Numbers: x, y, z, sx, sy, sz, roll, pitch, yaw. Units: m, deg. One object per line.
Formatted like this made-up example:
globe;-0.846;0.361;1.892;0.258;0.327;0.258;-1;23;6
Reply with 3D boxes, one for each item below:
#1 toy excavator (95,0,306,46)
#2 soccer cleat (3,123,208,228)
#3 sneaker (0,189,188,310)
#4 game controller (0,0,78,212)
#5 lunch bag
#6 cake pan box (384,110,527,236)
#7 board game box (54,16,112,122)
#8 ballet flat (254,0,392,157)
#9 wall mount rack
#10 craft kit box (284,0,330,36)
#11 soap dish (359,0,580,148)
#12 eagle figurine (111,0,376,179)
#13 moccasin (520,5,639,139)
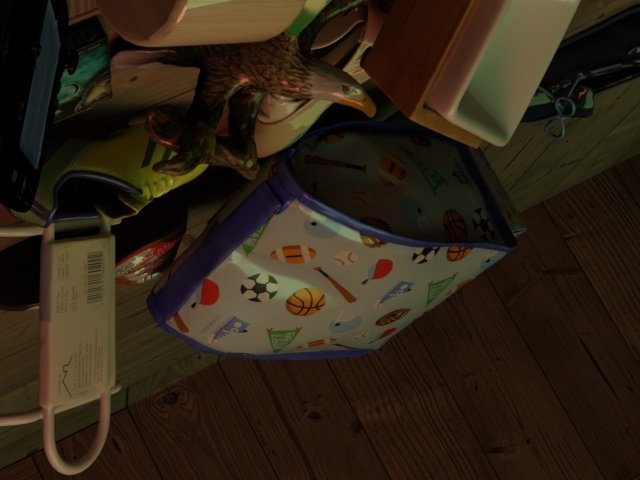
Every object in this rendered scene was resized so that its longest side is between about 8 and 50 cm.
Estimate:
toy excavator;0.033;-0.289;0.465;0.222;0.433;0.445;-10;-164;-34
soccer cleat;-0.202;-0.061;1.192;0.289;0.121;0.093;-13;137;-52
sneaker;-0.293;0.034;1.489;0.270;0.090;0.145;-28;166;-19
game controller;-0.206;-0.107;0.813;0.067;0.167;0.319;2;178;-9
lunch bag;0.000;0.000;1.543;0.385;0.239;0.328;-2;148;-45
cake pan box;0.134;-0.051;1.749;0.267;0.246;0.070;-35;166;26
board game box;-0.273;-0.123;1.028;0.186;0.026;0.126;-26;167;-15
ballet flat;-0.012;-0.183;1.295;0.248;0.086;0.086;-36;166;25
wall mount rack;-0.331;0.083;1.249;0.130;0.350;0.304;4;-174;27
craft kit box;0.055;-0.279;0.695;0.250;0.061;0.247;-38;-154;40
soap dish;0.164;-0.222;1.224;0.229;0.118;0.291;-64;162;8
eagle figurine;-0.030;-0.192;1.027;0.298;0.225;0.226;-62;-156;12
moccasin;0.400;-0.248;1.848;0.342;0.117;0.138;-30;168;4
